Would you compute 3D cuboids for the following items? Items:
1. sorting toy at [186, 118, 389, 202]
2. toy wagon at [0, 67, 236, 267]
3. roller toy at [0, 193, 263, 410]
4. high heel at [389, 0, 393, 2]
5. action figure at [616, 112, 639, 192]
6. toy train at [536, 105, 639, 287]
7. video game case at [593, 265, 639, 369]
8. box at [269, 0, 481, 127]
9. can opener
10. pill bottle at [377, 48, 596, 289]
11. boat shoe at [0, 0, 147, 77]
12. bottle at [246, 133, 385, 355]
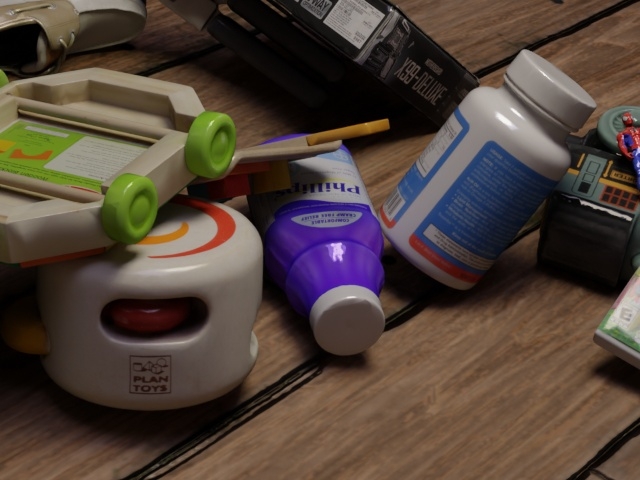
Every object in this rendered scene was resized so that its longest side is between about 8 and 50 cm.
[{"bbox_3d":[-0.096,-0.058,1.460,0.348,0.047,0.196,-10,5,34],"label":"sorting toy"},{"bbox_3d":[-0.246,-0.054,1.284,0.267,0.068,0.344,13,35,26],"label":"toy wagon"},{"bbox_3d":[-0.148,0.055,1.321,0.191,0.146,0.209,19,27,34],"label":"roller toy"},{"bbox_3d":[0.003,-0.310,2.023,0.186,0.093,0.261,-7,41,12],"label":"high heel"},{"bbox_3d":[0.322,-0.083,1.543,0.038,0.030,0.115,-12,52,-4],"label":"action figure"},{"bbox_3d":[0.380,-0.016,1.589,0.334,0.142,0.190,20,46,13],"label":"toy train"},{"bbox_3d":[0.393,0.073,1.441,0.212,0.023,0.193,31,64,18],"label":"video game case"},{"bbox_3d":[0.015,-0.268,1.795,0.307,0.076,0.242,40,7,32],"label":"box"},{"bbox_3d":[-0.101,-0.260,1.804,0.283,0.076,0.095,37,6,9],"label":"can opener"},{"bbox_3d":[0.165,-0.071,1.504,0.124,0.221,0.124,34,19,-13],"label":"pill bottle"},{"bbox_3d":[-0.333,-0.239,1.790,0.302,0.113,0.103,-9,57,-30],"label":"boat shoe"},{"bbox_3d":[0.000,0.000,1.494,0.118,0.092,0.283,-5,34,-9],"label":"bottle"}]
